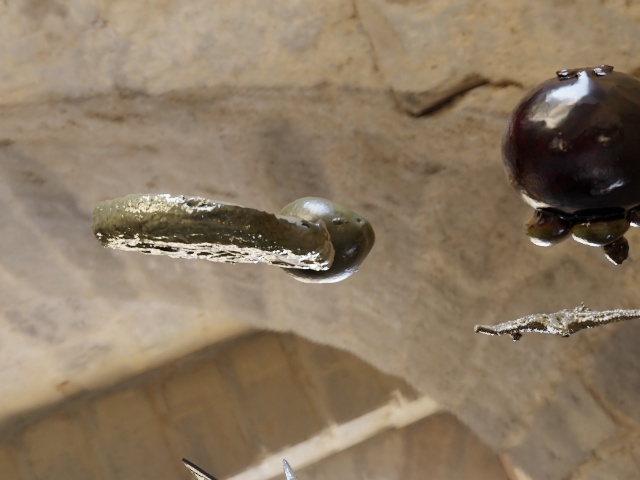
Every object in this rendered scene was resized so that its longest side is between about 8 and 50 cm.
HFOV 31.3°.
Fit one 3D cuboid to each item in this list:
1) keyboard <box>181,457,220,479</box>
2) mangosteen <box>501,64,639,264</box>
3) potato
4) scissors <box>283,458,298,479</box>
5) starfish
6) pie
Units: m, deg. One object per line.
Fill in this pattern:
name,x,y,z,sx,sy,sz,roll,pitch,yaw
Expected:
keyboard,-0.167,0.367,1.738,0.053,0.010,0.155,55,-20,-23
mangosteen,0.474,-0.129,2.000,0.307,0.306,0.347,-157,-122,-75
potato,0.000,0.000,2.172,0.235,0.177,0.160,-8,-104,45
scissors,-0.026,0.491,2.030,0.300,0.109,0.022,-120,-152,-55
starfish,0.388,0.125,1.796,0.231,0.295,0.048,26,55,-82
pie,-0.141,-0.011,1.464,0.337,0.337,0.075,174,-77,-79
